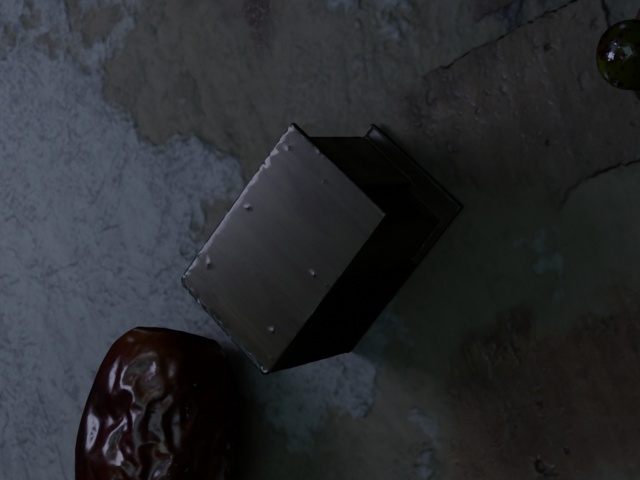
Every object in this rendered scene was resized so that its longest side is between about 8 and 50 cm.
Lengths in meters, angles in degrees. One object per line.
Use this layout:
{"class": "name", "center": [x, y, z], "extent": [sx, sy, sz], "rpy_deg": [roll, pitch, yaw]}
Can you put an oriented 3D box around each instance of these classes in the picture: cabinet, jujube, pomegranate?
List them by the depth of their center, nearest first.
{"class": "pomegranate", "center": [0.295, -0.183, 1.384], "extent": [0.073, 0.073, 0.084], "rpy_deg": [18, 103, 29]}
{"class": "cabinet", "center": [0.000, 0.000, 1.514], "extent": [0.148, 0.175, 0.215], "rpy_deg": [46, 115, 20]}
{"class": "jujube", "center": [-0.179, 0.221, 1.647], "extent": [0.183, 0.183, 0.243], "rpy_deg": [9, 89, 30]}
